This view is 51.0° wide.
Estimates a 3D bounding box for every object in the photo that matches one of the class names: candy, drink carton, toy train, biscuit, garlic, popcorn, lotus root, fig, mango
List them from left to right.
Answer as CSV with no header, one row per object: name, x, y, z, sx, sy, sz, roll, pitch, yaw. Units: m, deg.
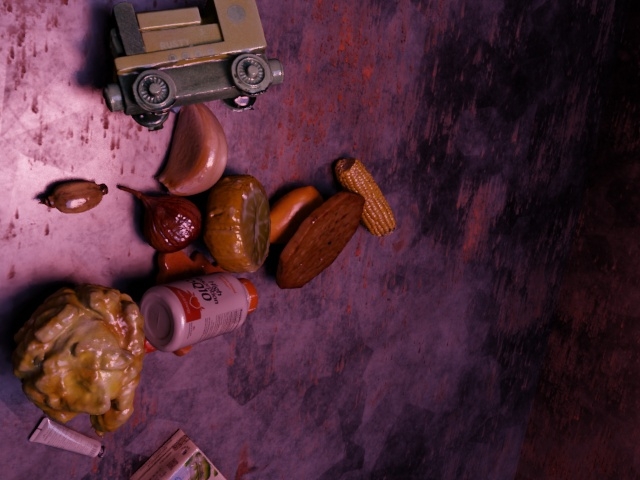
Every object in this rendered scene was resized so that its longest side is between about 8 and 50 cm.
lotus root,-0.544,-0.093,1.482,0.152,0.063,0.072,-14,77,-34
popcorn,-0.530,0.258,1.484,0.279,0.274,0.336,22,91,-42
fig,-0.379,-0.072,1.602,0.146,0.133,0.201,-51,124,-27
toy train,-0.284,-0.394,1.457,0.397,0.160,0.253,-15,88,-19
drink carton,-0.365,0.719,1.903,0.194,0.132,0.325,-43,128,-21
garlic,-0.305,-0.224,1.619,0.164,0.145,0.245,9,99,-11
biscuit,-0.319,0.149,1.750,0.306,0.043,0.284,-2,85,-51
candy,-0.206,-0.042,1.704,0.260,0.118,0.260,-1,90,-76
mango,-0.081,-0.063,1.873,0.217,0.102,0.141,-32,156,-17
biscuit,-0.001,0.000,1.922,0.359,0.046,0.359,-41,157,-21

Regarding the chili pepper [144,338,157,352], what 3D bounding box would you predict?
chili pepper,-0.439,0.238,1.689,0.192,0.084,0.086,-11,70,-43

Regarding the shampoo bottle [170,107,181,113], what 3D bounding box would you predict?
shampoo bottle,-0.301,-0.425,1.561,0.104,0.061,0.258,36,78,-7

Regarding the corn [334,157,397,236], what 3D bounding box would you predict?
corn,0.140,-0.129,2.054,0.115,0.115,0.318,-48,129,-18

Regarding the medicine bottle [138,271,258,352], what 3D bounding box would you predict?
medicine bottle,-0.283,0.162,1.630,0.288,0.157,0.157,-13,115,-52

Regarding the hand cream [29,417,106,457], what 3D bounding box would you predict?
hand cream,-0.618,0.495,1.659,0.194,0.042,0.067,39,87,-38
